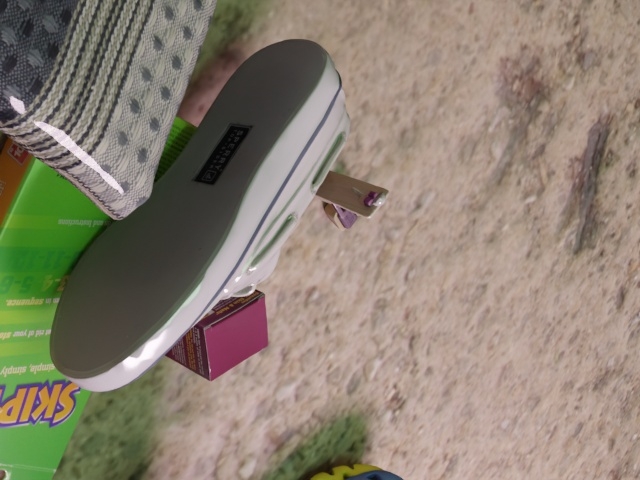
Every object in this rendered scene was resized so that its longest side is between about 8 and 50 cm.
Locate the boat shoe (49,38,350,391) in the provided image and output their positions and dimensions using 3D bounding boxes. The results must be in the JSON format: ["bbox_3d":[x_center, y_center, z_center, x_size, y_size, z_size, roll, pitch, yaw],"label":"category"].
[{"bbox_3d":[-0.058,-0.005,0.734,0.258,0.095,0.084,-52,139,-19],"label":"boat shoe"}]

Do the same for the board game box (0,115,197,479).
[{"bbox_3d":[-0.165,0.031,0.721,0.124,0.039,0.259,26,85,-54],"label":"board game box"}]

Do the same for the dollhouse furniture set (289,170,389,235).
[{"bbox_3d":[0.000,0.000,0.866,0.114,0.081,0.091,-52,140,-18],"label":"dollhouse furniture set"}]

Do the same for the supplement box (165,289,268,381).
[{"bbox_3d":[-0.082,0.049,0.792,0.055,0.083,0.043,-29,129,-38],"label":"supplement box"}]

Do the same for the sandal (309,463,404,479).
[{"bbox_3d":[-0.018,0.309,0.966,0.317,0.138,0.126,-42,134,-31],"label":"sandal"}]

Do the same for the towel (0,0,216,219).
[{"bbox_3d":[-0.122,-0.220,0.524,0.312,0.056,0.324,45,57,-52],"label":"towel"}]
